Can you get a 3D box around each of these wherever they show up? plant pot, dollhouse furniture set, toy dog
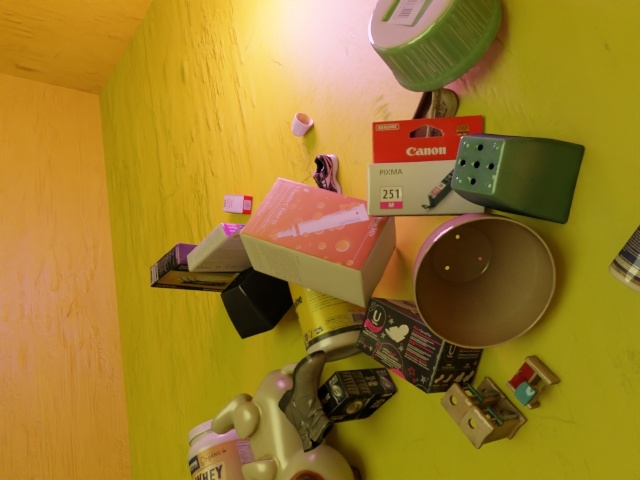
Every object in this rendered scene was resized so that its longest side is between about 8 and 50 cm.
[{"bbox_3d":[0.385,-0.138,1.142,0.165,0.234,0.166,19,101,50],"label":"plant pot"},{"bbox_3d":[0.375,0.320,1.189,0.129,0.129,0.184,50,125,40],"label":"dollhouse furniture set"},{"bbox_3d":[0.326,0.062,1.205,0.191,0.284,0.284,-92,20,-72],"label":"plant pot"},{"bbox_3d":[-0.206,0.183,1.814,0.188,0.187,0.167,-24,110,46],"label":"plant pot"},{"bbox_3d":[-0.057,0.599,1.617,0.395,0.284,0.408,-49,50,12],"label":"toy dog"}]

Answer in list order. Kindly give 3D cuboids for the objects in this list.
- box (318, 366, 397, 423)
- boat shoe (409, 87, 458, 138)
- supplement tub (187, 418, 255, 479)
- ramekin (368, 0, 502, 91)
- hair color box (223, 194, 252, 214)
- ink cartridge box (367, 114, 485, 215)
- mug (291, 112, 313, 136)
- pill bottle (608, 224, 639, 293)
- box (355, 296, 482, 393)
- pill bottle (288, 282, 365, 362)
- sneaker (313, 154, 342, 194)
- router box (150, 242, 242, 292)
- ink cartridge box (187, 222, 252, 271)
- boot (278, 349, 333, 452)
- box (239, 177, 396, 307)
[{"bbox_3d":[0.086,0.412,1.490,0.147,0.180,0.077,-53,48,32],"label":"box"},{"bbox_3d":[0.247,-0.258,1.433,0.104,0.089,0.285,39,115,45],"label":"boat shoe"},{"bbox_3d":[-0.323,0.786,1.912,0.228,0.228,0.316,-49,52,36],"label":"supplement tub"},{"bbox_3d":[0.258,-0.523,1.332,0.303,0.148,0.303,-25,51,35],"label":"ramekin"},{"bbox_3d":[-0.316,-0.138,2.141,0.141,0.043,0.072,8,93,49],"label":"hair color box"},{"bbox_3d":[0.249,-0.178,1.333,0.275,0.060,0.239,-1,89,16],"label":"ink cartridge box"},{"bbox_3d":[-0.062,-0.381,1.858,0.062,0.078,0.064,41,133,8],"label":"mug"},{"bbox_3d":[0.596,0.008,0.981,0.094,0.094,0.169,48,122,42],"label":"pill bottle"},{"bbox_3d":[0.236,0.242,1.340,0.247,0.163,0.142,26,102,48],"label":"box"},{"bbox_3d":[0.015,0.162,1.597,0.188,0.188,0.334,-40,57,41],"label":"pill bottle"},{"bbox_3d":[0.011,-0.180,1.723,0.072,0.077,0.178,-22,70,49],"label":"sneaker"},{"bbox_3d":[-0.427,0.106,2.042,0.243,0.308,0.081,-34,58,44],"label":"router box"},{"bbox_3d":[-0.204,0.010,1.769,0.330,0.324,0.071,-36,62,43],"label":"ink cartridge box"},{"bbox_3d":[-0.011,0.408,1.418,0.161,0.083,0.247,49,128,36],"label":"boot"},{"bbox_3d":[0.000,0.000,1.476,0.345,0.168,0.215,17,57,22],"label":"box"}]
